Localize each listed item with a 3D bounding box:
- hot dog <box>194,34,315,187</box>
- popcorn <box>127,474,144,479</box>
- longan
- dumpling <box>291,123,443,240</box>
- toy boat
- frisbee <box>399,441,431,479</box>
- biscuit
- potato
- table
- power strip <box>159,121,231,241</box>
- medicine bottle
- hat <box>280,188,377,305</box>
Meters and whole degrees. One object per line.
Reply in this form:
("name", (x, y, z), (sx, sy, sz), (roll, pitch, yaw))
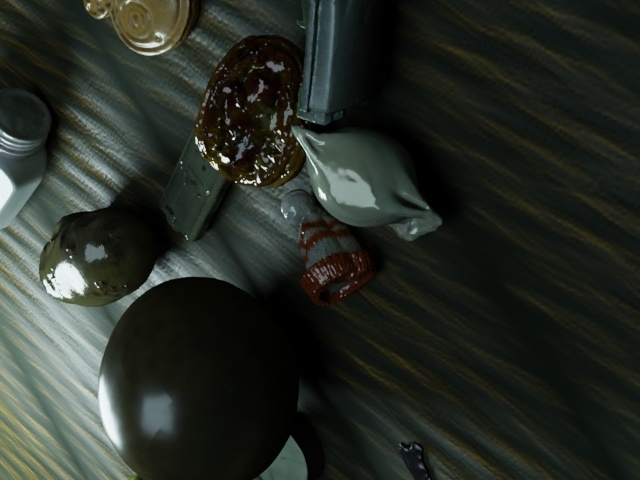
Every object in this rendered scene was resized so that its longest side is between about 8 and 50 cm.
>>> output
("hot dog", (-0.082, -0.166, 1.490), (0.160, 0.099, 0.227), (16, 122, 6))
("popcorn", (-0.216, 0.577, 1.906), (0.334, 0.293, 0.292), (12, 80, 9))
("longan", (-0.178, 0.211, 1.628), (0.319, 0.319, 0.319), (21, 123, 36))
("dumpling", (0.057, -0.073, 1.405), (0.229, 0.124, 0.151), (39, 171, 13))
("toy boat", (0.028, -0.298, 1.297), (0.092, 0.141, 0.319), (19, 121, 25))
("frisbee", (0.154, 0.378, 1.597), (0.211, 0.012, 0.187), (-20, 95, 48))
("biscuit", (-0.290, -0.391, 1.633), (0.289, 0.044, 0.202), (35, 130, 25))
("potato", (-0.372, 0.029, 1.837), (0.262, 0.165, 0.165), (-6, 105, 49))
("table", (-0.057, 0.336, 1.757), (0.133, 0.043, 0.133), (21, 123, 36))
("power strip", (-0.173, -0.108, 1.659), (0.092, 0.034, 0.268), (48, 135, 16))
("medicine bottle", (-0.590, -0.145, 1.984), (0.324, 0.124, 0.179), (-39, 82, 45))
("hat", (0.000, 0.000, 1.525), (0.112, 0.093, 0.162), (-42, 60, 36))
